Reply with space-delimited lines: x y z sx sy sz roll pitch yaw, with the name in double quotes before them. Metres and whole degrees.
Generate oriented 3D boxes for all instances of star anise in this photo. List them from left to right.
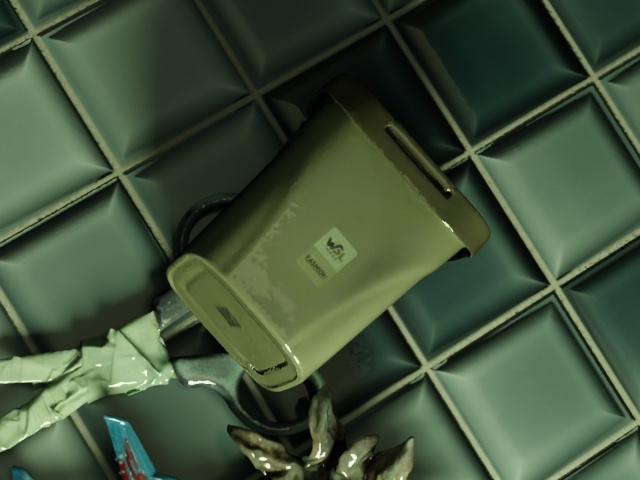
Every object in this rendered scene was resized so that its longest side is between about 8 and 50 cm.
"star anise" 0.021 0.268 1.815 0.212 0.129 0.283 -44 87 0

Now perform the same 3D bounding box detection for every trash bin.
"trash bin" 0.000 0.000 1.798 0.250 0.219 0.220 -43 92 -19

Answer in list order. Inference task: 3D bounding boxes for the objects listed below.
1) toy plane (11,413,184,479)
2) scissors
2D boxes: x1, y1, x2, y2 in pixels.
"toy plane" -0.176 0.302 1.763 0.271 0.105 0.254 14 77 -2
"scissors" -0.199 0.113 1.835 0.383 0.029 0.256 -17 83 -16
